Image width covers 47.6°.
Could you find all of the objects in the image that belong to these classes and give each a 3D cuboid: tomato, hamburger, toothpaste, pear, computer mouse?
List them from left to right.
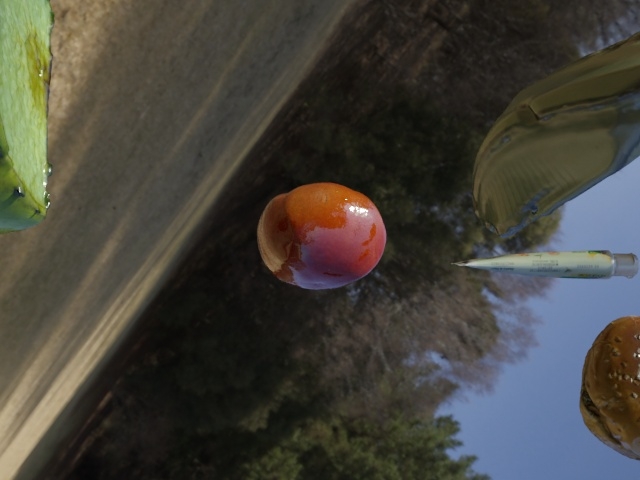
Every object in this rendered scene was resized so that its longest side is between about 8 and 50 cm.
[{"bbox_3d":[-0.382,-0.148,0.661,0.292,0.292,0.159,-55,161,-13],"label":"pear"},{"bbox_3d":[-0.001,0.001,1.433,0.260,0.259,0.180,139,-40,-61],"label":"tomato"},{"bbox_3d":[0.390,0.041,1.261,0.058,0.314,0.056,89,1,-47],"label":"toothpaste"},{"bbox_3d":[0.312,-0.145,0.878,0.228,0.145,0.429,-31,173,-30],"label":"computer mouse"},{"bbox_3d":[0.568,0.263,1.214,0.243,0.286,0.146,-26,157,-19],"label":"hamburger"}]
